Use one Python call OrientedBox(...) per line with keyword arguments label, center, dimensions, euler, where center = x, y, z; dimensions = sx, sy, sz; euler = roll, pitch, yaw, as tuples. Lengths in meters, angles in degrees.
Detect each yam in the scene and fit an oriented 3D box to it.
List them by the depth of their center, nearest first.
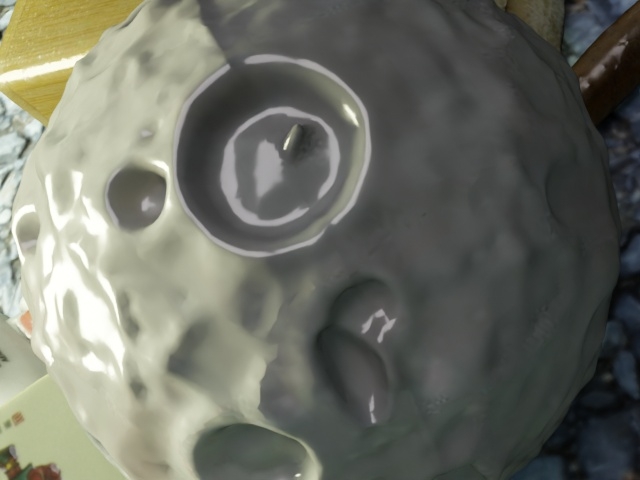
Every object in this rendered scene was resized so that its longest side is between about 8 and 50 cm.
OrientedBox(label="yam", center=(0.193, -0.109, 0.780), dimensions=(0.264, 0.046, 0.046), euler=(-45, 51, -1))

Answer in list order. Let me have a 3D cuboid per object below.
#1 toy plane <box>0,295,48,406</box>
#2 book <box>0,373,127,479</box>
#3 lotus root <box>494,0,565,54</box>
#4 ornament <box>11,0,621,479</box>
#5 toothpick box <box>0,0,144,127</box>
OrientedBox(label="toy plane", center=(-0.234, 0.129, 0.836), dimensions=(0.252, 0.118, 0.252), euler=(-16, 53, 22))
OrientedBox(label="book", center=(-0.157, 0.287, 0.660), dimensions=(0.260, 0.043, 0.371), euler=(-35, 72, 8))
OrientedBox(label="lotus root", center=(0.103, -0.227, 0.854), dimensions=(0.078, 0.167, 0.329), euler=(-46, 24, 48))
OrientedBox(label="ornament", center=(0.000, 0.000, 0.618), dimensions=(0.337, 0.337, 0.337), euler=(-14, 56, 22))
OrientedBox(label="toothpick box", center=(-0.094, -0.175, 0.901), dimensions=(0.308, 0.190, 0.187), euler=(-5, 62, 31))
